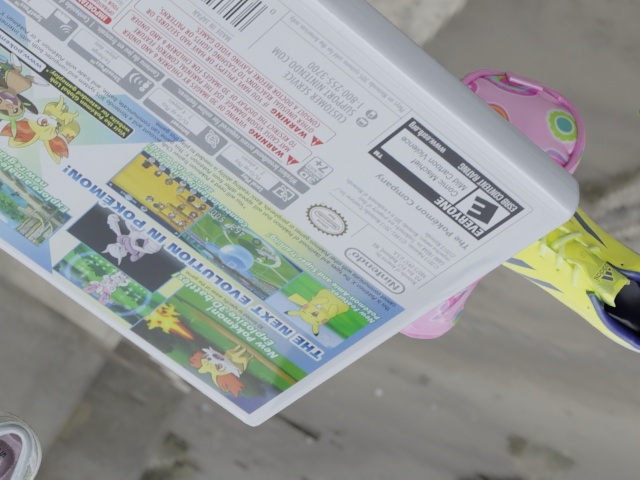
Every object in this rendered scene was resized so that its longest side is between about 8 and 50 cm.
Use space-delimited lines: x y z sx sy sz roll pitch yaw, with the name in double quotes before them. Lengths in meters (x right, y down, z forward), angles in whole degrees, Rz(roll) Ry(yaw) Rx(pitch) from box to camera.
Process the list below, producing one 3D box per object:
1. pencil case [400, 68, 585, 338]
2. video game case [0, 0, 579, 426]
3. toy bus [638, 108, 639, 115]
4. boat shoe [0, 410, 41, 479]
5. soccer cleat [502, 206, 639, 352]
"pencil case" 0.114 -0.027 1.385 0.124 0.124 0.284 31 147 1
"video game case" -0.071 -0.049 0.956 0.329 0.036 0.300 38 131 -18
"toy bus" 0.338 -0.112 1.238 0.191 0.202 0.104 25 -163 -15
"boat shoe" -0.375 0.285 1.493 0.118 0.320 0.103 45 169 -4
"soccer cleat" 0.236 0.015 1.559 0.289 0.093 0.121 32 -174 -15
